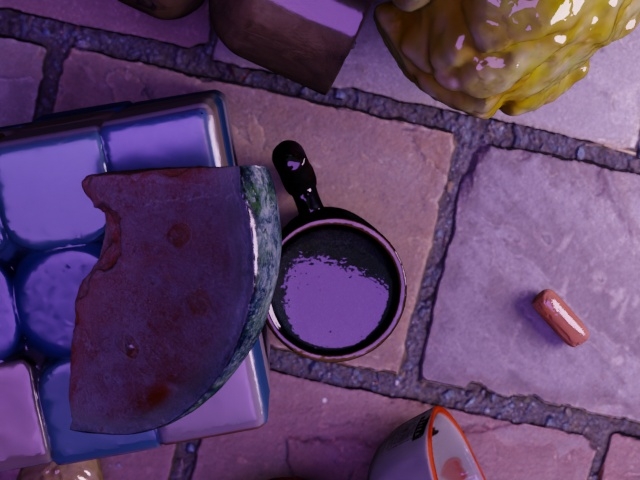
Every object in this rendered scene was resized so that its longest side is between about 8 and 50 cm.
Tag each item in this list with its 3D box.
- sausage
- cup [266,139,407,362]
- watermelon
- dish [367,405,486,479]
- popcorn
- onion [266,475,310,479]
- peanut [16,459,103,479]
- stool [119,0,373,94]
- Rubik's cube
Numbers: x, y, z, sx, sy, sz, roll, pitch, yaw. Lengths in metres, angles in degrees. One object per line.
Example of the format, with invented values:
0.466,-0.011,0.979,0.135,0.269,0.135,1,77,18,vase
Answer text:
0.297,0.096,1.717,0.034,0.034,0.083,-42,99,5,sausage
0.017,0.005,1.623,0.166,0.177,0.239,6,100,-2,cup
-0.146,0.037,1.321,0.226,0.148,0.318,39,111,10,watermelon
0.130,0.333,1.659,0.117,0.256,0.256,-24,100,15,dish
0.230,-0.284,1.500,0.293,0.292,0.334,33,87,-25,popcorn
-0.046,0.425,1.661,0.276,0.276,0.276,0,99,-1,onion
-0.322,0.377,1.701,0.111,0.125,0.274,1,98,3,peanut
-0.074,-0.297,1.569,0.264,0.179,0.179,23,98,-5,stool
-0.247,0.030,1.537,0.344,0.347,0.346,-10,100,-1,Rubik's cube
